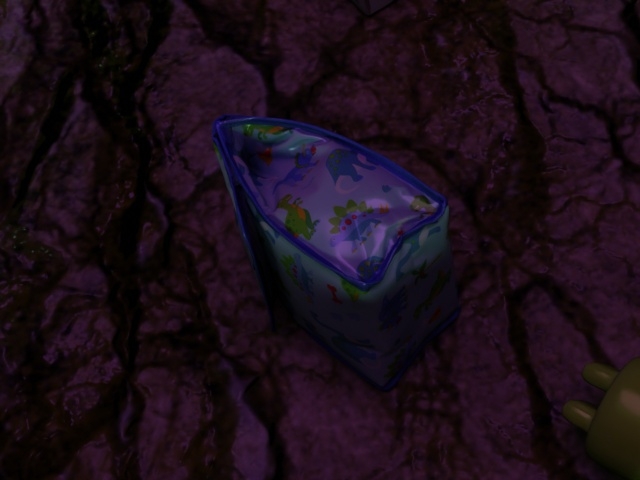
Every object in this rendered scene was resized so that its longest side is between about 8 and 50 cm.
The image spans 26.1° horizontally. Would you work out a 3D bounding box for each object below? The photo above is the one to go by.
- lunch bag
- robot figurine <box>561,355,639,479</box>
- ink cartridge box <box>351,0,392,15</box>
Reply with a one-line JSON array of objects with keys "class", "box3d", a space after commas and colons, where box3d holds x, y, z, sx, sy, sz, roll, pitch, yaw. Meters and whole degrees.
[{"class": "lunch bag", "box3d": [0.000, 0.000, 0.828, 0.151, 0.129, 0.096, 36, 68, 27]}, {"class": "robot figurine", "box3d": [0.193, 0.108, 0.762, 0.115, 0.067, 0.101, 29, 93, 24]}, {"class": "ink cartridge box", "box3d": [0.128, -0.331, 1.069, 0.371, 0.069, 0.176, -35, 58, -11]}]
